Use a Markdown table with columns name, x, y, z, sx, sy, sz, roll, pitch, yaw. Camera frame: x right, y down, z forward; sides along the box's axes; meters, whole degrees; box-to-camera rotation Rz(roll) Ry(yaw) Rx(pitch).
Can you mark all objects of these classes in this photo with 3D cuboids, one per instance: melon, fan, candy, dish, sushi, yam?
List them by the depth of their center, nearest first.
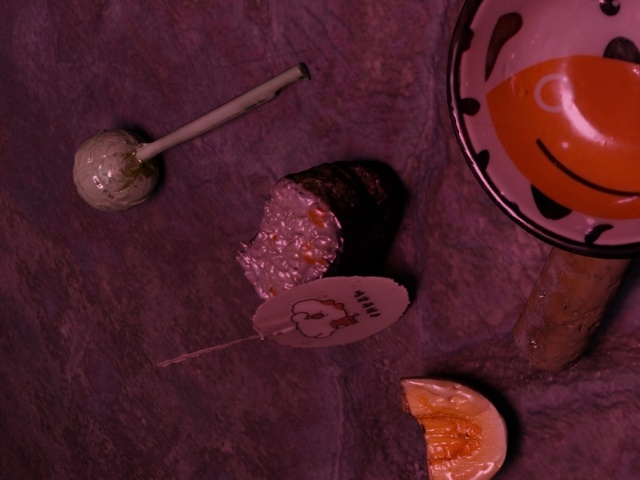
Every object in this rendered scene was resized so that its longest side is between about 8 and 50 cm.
| name | x | y | z | sx | sy | sz | roll | pitch | yaw |
| --- | --- | --- | --- | --- | --- | --- | --- | --- | --- |
| dish | 0.249 | -0.134 | 0.775 | 0.303 | 0.120 | 0.303 | 24 | 126 | 37 |
| yam | 0.244 | 0.052 | 0.888 | 0.078 | 0.078 | 0.179 | 37 | 141 | 25 |
| melon | 0.162 | 0.217 | 1.066 | 0.128 | 0.079 | 0.160 | -12 | 100 | 27 |
| sushi | 0.000 | 0.000 | 1.075 | 0.136 | 0.126 | 0.225 | 50 | 136 | 13 |
| fan | -0.050 | 0.110 | 1.089 | 0.329 | 0.191 | 0.009 | -17 | 60 | 12 |
| candy | -0.183 | -0.143 | 1.211 | 0.439 | 0.119 | 0.119 | -21 | 94 | 40 |
